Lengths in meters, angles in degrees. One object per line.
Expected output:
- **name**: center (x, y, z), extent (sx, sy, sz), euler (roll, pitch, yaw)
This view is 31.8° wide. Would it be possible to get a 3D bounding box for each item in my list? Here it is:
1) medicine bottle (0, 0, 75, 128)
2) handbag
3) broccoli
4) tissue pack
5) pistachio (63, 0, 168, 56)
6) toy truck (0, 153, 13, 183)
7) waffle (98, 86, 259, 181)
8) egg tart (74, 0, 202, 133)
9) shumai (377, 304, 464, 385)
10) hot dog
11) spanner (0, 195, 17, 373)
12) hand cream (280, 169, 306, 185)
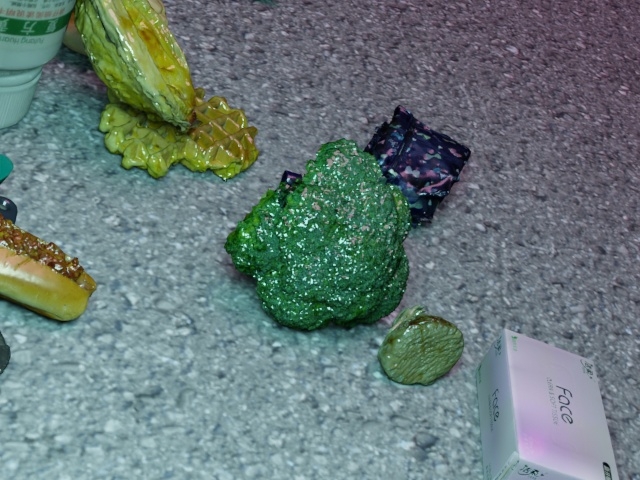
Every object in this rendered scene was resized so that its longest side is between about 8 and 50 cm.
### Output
- **medicine bottle**: center (-0.436, -0.332, 1.500), extent (0.208, 0.340, 0.208), euler (19, 34, -13)
- **handbag**: center (0.149, -0.127, 1.854), extent (0.162, 0.113, 0.260), euler (33, 32, -3)
- **broccoli**: center (0.000, 0.000, 1.519), extent (0.254, 0.269, 0.269), euler (-36, 63, -14)
- **tissue pack**: center (0.290, 0.244, 1.476), extent (0.148, 0.092, 0.246), euler (20, 35, -11)
- **pistachio**: center (-0.340, -0.346, 1.801), extent (0.200, 0.117, 0.145), euler (-8, 9, -32)
- **toy truck**: center (-0.499, -0.121, 1.346), extent (0.253, 0.114, 0.124), euler (30, 37, -32)
- **waffle**: center (-0.207, -0.163, 1.698), extent (0.253, 0.056, 0.249), euler (18, 35, -17)
- **egg tart**: center (-0.267, -0.268, 1.590), extent (0.279, 0.095, 0.279), euler (60, 9, -15)
- **shumai**: center (0.124, 0.133, 1.518), extent (0.123, 0.099, 0.087), euler (7, 22, -32)
- **hot dog**: center (-0.374, 0.011, 1.290), extent (0.249, 0.076, 0.102), euler (27, 34, -16)
- **spanner**: center (-0.390, 0.045, 1.323), extent (0.087, 0.024, 0.316), euler (18, 33, -18)
- **hand cream**: center (0.016, -0.070, 1.750), extent (0.163, 0.039, 0.062), euler (18, 19, -18)
